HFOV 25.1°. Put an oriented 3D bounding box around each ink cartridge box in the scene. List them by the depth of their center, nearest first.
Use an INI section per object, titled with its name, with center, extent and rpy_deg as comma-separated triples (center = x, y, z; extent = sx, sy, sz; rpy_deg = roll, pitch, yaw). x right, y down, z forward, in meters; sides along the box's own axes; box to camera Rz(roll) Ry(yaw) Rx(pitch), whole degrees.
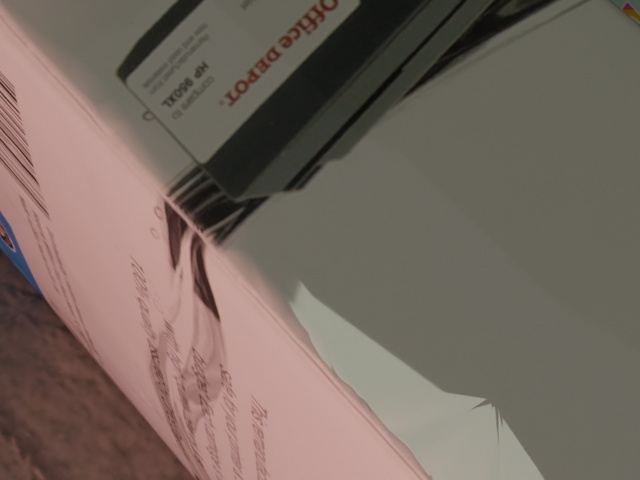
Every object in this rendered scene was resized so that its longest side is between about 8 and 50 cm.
[ink cartridge box]
center = 0.000, 0.000, 0.562
extent = 0.166, 0.285, 0.395
rpy_deg = -36, 67, -18

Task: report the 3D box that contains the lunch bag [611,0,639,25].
[lunch bag]
center = 0.172, -0.156, 0.746
extent = 0.279, 0.108, 0.224
rpy_deg = -34, 66, -17
